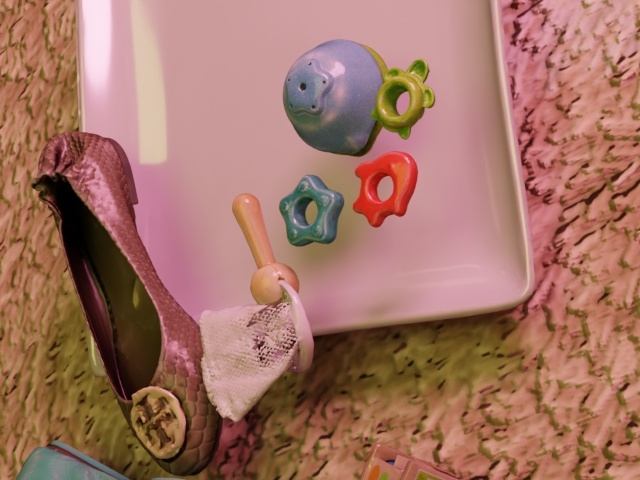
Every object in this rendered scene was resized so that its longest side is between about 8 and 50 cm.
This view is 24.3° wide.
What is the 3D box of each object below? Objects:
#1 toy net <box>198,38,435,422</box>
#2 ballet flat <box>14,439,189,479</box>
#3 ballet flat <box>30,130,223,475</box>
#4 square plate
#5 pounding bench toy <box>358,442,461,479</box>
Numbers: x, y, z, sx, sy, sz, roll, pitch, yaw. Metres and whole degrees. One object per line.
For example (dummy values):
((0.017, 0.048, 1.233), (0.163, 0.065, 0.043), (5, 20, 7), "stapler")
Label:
((0.000, 0.000, 0.861), (0.122, 0.045, 0.232), (22, 98, 36), "toy net")
((-0.116, 0.189, 0.921), (0.247, 0.083, 0.087), (6, 54, 46), "ballet flat")
((-0.129, 0.035, 0.946), (0.084, 0.058, 0.250), (-36, 64, 31), "ballet flat")
((-0.021, -0.101, 0.950), (0.347, 0.049, 0.344), (-12, 75, 36), "square plate")
((0.064, 0.153, 0.816), (0.052, 0.083, 0.065), (-67, 17, -4), "pounding bench toy")
